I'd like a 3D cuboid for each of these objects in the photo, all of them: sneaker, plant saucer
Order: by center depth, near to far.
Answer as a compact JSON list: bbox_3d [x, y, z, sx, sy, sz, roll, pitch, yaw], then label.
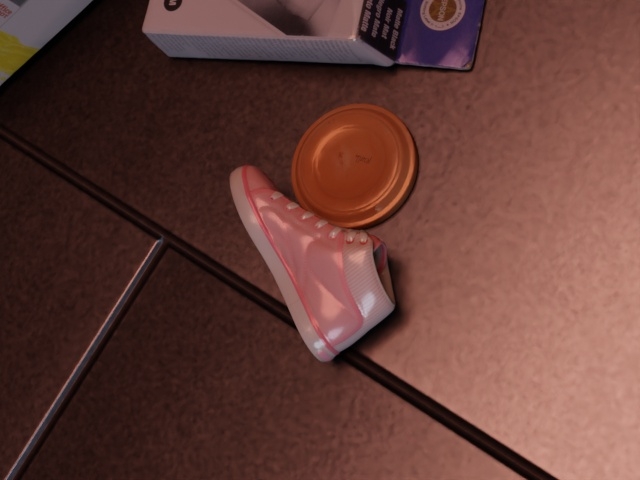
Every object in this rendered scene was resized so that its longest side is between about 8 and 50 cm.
[{"bbox_3d":[0.000,0.000,0.783,0.070,0.051,0.134,-32,71,12],"label":"sneaker"},{"bbox_3d":[0.020,-0.047,0.811,0.083,0.013,0.083,-6,72,20],"label":"plant saucer"}]

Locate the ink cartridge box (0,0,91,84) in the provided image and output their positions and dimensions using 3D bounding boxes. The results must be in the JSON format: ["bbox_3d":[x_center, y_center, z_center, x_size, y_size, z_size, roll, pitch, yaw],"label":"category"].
[{"bbox_3d":[-0.334,-0.227,0.927,0.384,0.160,0.279,-42,63,5],"label":"ink cartridge box"}]

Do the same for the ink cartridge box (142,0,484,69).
[{"bbox_3d":[0.008,-0.225,0.853,0.224,0.045,0.223,6,76,23],"label":"ink cartridge box"}]
